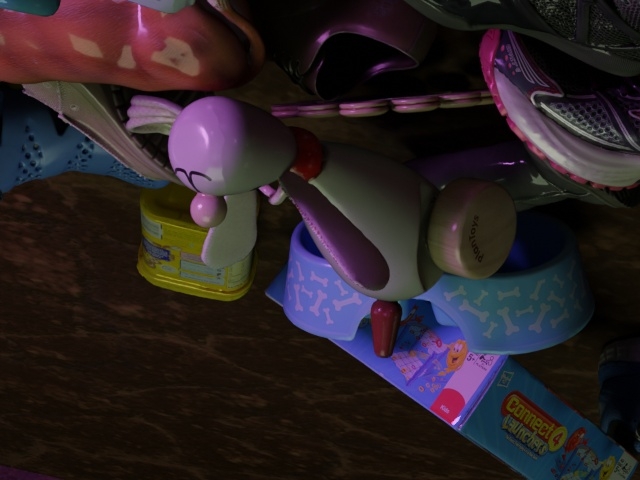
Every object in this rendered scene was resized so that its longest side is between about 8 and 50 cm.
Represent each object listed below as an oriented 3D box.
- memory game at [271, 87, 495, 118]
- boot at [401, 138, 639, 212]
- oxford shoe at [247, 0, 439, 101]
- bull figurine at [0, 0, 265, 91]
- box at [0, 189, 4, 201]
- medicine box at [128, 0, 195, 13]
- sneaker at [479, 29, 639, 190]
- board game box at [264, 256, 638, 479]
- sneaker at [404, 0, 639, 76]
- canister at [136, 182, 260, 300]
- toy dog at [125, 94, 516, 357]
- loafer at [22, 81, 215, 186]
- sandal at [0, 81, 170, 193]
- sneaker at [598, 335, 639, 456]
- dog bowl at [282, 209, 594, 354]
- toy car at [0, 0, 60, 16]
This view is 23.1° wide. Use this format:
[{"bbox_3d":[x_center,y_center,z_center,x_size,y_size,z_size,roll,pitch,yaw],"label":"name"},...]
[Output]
[{"bbox_3d":[0.051,-0.107,1.226,0.186,0.012,0.186,-5,-174,1],"label":"memory game"},{"bbox_3d":[0.147,-0.068,1.334,0.208,0.076,0.189,3,155,40],"label":"boot"},{"bbox_3d":[-0.015,-0.152,1.172,0.227,0.096,0.083,-4,154,39],"label":"oxford shoe"},{"bbox_3d":[-0.193,-0.175,1.117,0.310,0.101,0.188,2,134,3],"label":"bull figurine"},{"bbox_3d":[-0.420,-0.141,1.271,0.232,0.058,0.322,-7,120,41],"label":"box"},{"bbox_3d":[-0.146,-0.273,0.667,0.289,0.264,0.149,19,139,-5],"label":"medicine box"},{"bbox_3d":[0.255,-0.099,1.154,0.299,0.121,0.112,19,129,-14],"label":"sneaker"},{"bbox_3d":[0.137,0.142,1.628,0.308,0.086,0.302,33,176,43],"label":"board game box"},{"bbox_3d":[0.154,-0.182,1.022,0.227,0.087,0.130,17,156,-17],"label":"sneaker"},{"bbox_3d":[-0.124,-0.007,1.609,0.126,0.073,0.170,13,157,0],"label":"canister"},{"bbox_3d":[0.000,0.000,1.234,0.333,0.161,0.220,14,176,-29],"label":"toy dog"},{"bbox_3d":[-0.188,-0.142,1.297,0.092,0.102,0.268,0,143,49],"label":"loafer"},{"bbox_3d":[-0.285,-0.093,1.410,0.317,0.138,0.126,14,156,-8],"label":"sandal"},{"bbox_3d":[0.402,0.165,1.633,0.129,0.147,0.330,20,156,-17],"label":"sneaker"},{"bbox_3d":[0.104,0.026,1.457,0.297,0.166,0.074,4,119,21],"label":"dog bowl"},{"bbox_3d":[-0.213,-0.261,0.956,0.210,0.219,0.238,13,-173,-2],"label":"toy car"}]
